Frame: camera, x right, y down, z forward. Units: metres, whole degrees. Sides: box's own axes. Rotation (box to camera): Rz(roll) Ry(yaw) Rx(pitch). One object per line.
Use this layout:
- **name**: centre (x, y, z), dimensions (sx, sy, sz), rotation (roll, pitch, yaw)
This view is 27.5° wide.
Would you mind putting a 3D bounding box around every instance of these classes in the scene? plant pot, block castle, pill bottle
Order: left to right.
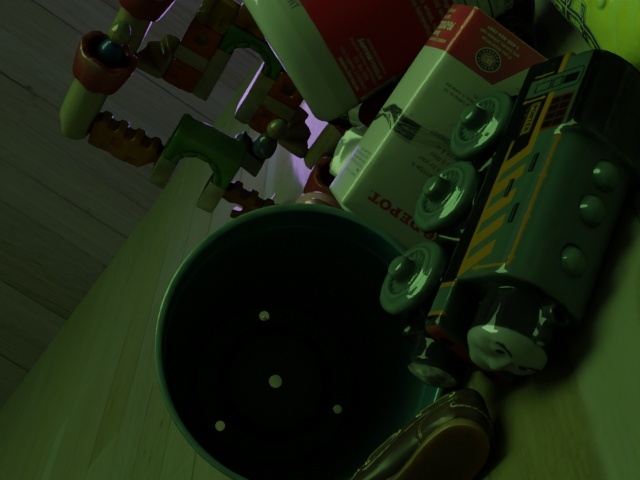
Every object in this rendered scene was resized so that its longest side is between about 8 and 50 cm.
- **block castle**: centre (-0.132, -0.211, 1.944), dimensions (0.213, 0.453, 0.303), rotation (-54, 12, 39)
- **plant pot**: centre (-0.032, 0.125, 1.314), dimensions (0.272, 0.271, 0.255), rotation (-61, 1, -15)
- **pill bottle**: centre (0.113, -0.337, 1.544), dimensions (0.407, 0.229, 0.229), rotation (-32, 17, 2)

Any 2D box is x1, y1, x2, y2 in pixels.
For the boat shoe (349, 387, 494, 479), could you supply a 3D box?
- **boat shoe**: centre (0.072, 0.210, 1.135), dimensions (0.207, 0.073, 0.073), rotation (-43, 17, 21)

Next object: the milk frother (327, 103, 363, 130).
- **milk frother**: centre (0.097, -0.182, 1.849), dimensions (0.143, 0.129, 0.134), rotation (-33, 39, -32)

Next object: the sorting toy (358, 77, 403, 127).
- **sorting toy**: centre (0.158, -0.204, 1.671), dimensions (0.127, 0.126, 0.365), rotation (-15, 32, 28)

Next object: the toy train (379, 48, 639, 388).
- **toy train**: centre (0.182, -0.022, 1.159), dimensions (0.190, 0.142, 0.334), rotation (-15, 43, 55)

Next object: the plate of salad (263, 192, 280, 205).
- **plate of salad**: centre (-0.126, 0.005, 2.248), dimensions (0.200, 0.048, 0.200), rotation (-55, 4, 6)

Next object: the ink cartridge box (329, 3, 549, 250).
- **ink cartridge box**: centre (0.145, -0.095, 1.334), dimensions (0.237, 0.172, 0.100), rotation (-55, 14, 5)

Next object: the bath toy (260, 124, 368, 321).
- **bath toy**: centre (0.000, 0.000, 1.723), dimensions (0.151, 0.129, 0.348), rotation (42, 105, 31)

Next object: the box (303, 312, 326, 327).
- **box**: centre (0.032, 0.067, 1.518), dimensions (0.170, 0.091, 0.130), rotation (-46, 18, 34)

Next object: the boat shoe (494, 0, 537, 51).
- **boat shoe**: centre (0.238, -0.246, 1.589), dimensions (0.083, 0.065, 0.183), rotation (-24, 42, 62)

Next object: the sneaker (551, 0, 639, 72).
- **sneaker**: centre (0.281, -0.257, 1.295), dimensions (0.145, 0.147, 0.385), rotation (-52, 16, 9)
